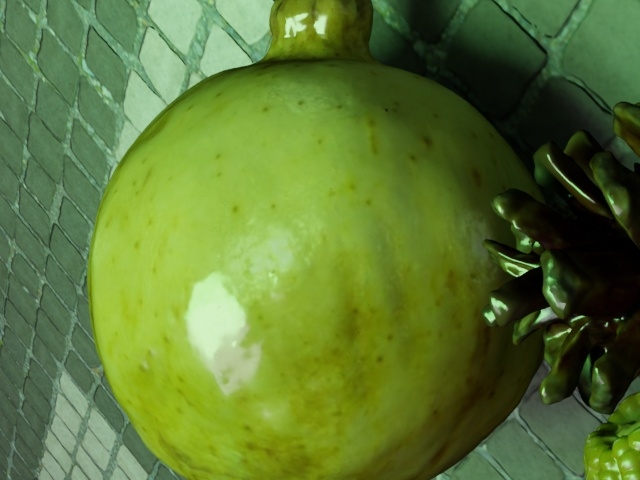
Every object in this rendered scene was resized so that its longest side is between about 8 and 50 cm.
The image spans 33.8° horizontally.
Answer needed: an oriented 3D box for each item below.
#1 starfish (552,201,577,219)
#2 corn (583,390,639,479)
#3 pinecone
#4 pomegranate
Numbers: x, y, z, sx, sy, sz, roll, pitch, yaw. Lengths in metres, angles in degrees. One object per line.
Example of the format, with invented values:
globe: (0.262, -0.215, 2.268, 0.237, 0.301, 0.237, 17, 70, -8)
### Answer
starfish: (0.213, -0.019, 0.820, 0.078, 0.028, 0.091, -18, 97, 56)
corn: (0.332, 0.275, 0.812, 0.344, 0.131, 0.131, 56, 145, -1)
pinecone: (0.243, 0.009, 0.612, 0.244, 0.309, 0.244, 178, 90, -76)
pomegranate: (0.000, 0.000, 0.821, 0.410, 0.410, 0.410, 30, 136, 34)
